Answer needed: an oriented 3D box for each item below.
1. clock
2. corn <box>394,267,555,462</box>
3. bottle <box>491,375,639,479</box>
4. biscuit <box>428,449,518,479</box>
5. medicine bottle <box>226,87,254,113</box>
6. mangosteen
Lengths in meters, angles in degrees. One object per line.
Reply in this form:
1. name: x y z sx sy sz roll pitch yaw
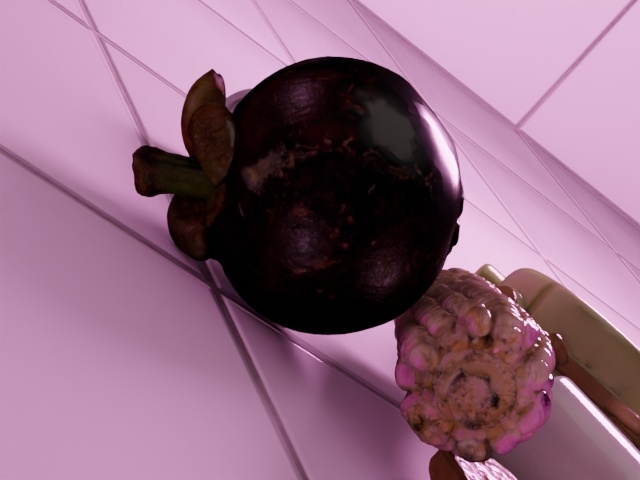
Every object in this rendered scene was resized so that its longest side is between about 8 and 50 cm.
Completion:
1. clock: 0.238 0.122 1.887 0.235 0.096 0.308 43 -4 -4
2. corn: 0.119 0.088 1.596 0.126 0.126 0.335 41 7 -4
3. bottle: 0.221 0.198 1.716 0.245 0.104 0.104 46 12 19
4. biscuit: 0.173 0.264 1.479 0.202 0.044 0.288 26 19 -51
5. medicine bottle: -0.028 -0.051 1.788 0.107 0.107 0.191 28 18 -49
6. mangosteen: -0.019 -0.039 1.571 0.265 0.228 0.228 10 19 -9
